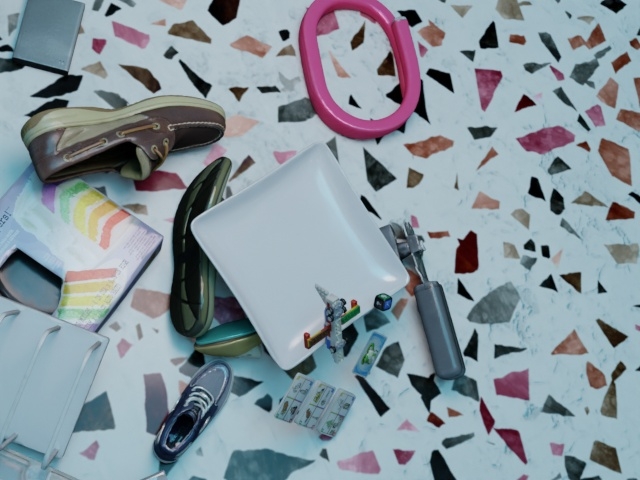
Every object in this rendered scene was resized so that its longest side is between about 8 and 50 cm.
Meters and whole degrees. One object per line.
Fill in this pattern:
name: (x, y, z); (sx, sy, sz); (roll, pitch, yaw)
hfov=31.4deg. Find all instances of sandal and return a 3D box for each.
sandal: (-0.180, 0.013, 1.838); (0.086, 0.120, 0.302); (15, 72, -33)

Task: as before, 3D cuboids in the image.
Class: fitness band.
fitness band: (0.071, -0.320, 2.048); (0.209, 0.054, 0.290); (-6, 72, -18)

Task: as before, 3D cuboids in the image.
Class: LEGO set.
LEGO set: (0.020, 0.177, 1.779); (0.060, 0.182, 0.244); (28, 89, 36)

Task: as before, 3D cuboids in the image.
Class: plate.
plate: (-0.033, 0.023, 1.809); (0.278, 0.045, 0.277); (-34, 95, -25)

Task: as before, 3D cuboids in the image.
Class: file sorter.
file sorter: (-0.472, 0.183, 1.607); (0.278, 0.173, 0.192); (22, 88, -4)

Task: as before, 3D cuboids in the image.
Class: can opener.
can opener: (0.164, 0.104, 1.932); (0.095, 0.076, 0.283); (-17, 75, 12)

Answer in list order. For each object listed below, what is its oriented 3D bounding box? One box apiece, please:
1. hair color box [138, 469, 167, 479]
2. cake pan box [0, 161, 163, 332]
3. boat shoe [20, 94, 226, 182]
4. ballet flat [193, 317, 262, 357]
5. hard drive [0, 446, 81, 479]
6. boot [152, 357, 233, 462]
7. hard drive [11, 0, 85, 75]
hair color box: (-0.358, 0.474, 1.544); (0.374, 0.113, 0.185); (-20, 78, -21)
cake pan box: (-0.418, 0.033, 1.773); (0.246, 0.070, 0.267); (35, 66, 0)
boat shoe: (-0.298, -0.147, 1.816); (0.342, 0.123, 0.123); (-7, 65, -34)
ballet flat: (-0.089, 0.151, 1.829); (0.232, 0.080, 0.073); (-23, 109, -20)
hard drive: (-0.417, 0.445, 1.633); (0.339, 0.064, 0.237); (26, 66, -6)
boot: (-0.188, 0.257, 1.752); (0.069, 0.086, 0.190); (33, 66, -4)
hard drive: (-0.458, -0.351, 1.918); (0.094, 0.022, 0.135); (13, 68, -12)
